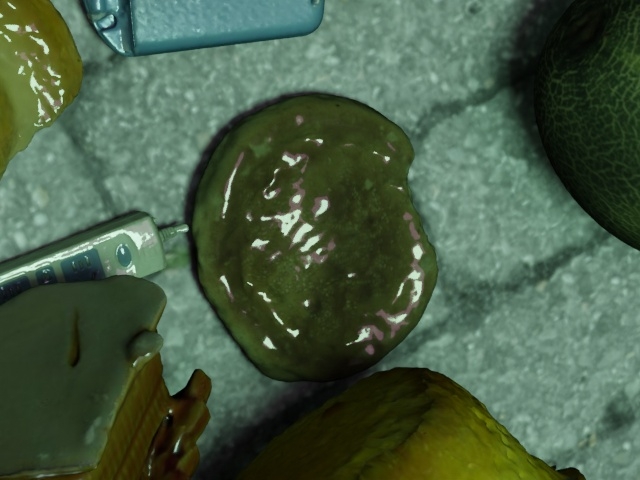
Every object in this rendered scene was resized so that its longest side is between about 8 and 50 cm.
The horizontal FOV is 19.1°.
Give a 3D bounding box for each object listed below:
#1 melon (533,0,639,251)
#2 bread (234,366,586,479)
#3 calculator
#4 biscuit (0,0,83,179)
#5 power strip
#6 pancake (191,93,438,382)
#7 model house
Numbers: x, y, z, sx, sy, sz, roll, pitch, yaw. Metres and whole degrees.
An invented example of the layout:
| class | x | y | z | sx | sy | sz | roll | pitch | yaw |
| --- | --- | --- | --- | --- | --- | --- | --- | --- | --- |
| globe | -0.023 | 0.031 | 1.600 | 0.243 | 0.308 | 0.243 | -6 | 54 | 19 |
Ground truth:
| class | x | y | z | sx | sy | sz | roll | pitch | yaw |
| --- | --- | --- | --- | --- | --- | --- | --- | --- | --- |
| melon | 0.316 | -0.094 | 1.547 | 0.302 | 0.237 | 0.237 | 32 | 85 | -28 |
| bread | 0.024 | 0.247 | 1.424 | 0.358 | 0.337 | 0.204 | -41 | 105 | -21 |
| calculator | -0.083 | -0.207 | 1.455 | 0.210 | 0.039 | 0.121 | -10 | 105 | -23 |
| biscuit | -0.312 | -0.099 | 1.343 | 0.213 | 0.091 | 0.274 | 42 | 83 | -26 |
| power strip | -0.188 | 0.022 | 1.453 | 0.191 | 0.030 | 0.047 | -22 | 108 | -19 |
| pancake | 0.001 | 0.001 | 1.528 | 0.222 | 0.042 | 0.236 | -2 | 101 | -28 |
| model house | -0.200 | 0.171 | 1.412 | 0.220 | 0.199 | 0.229 | 3 | 135 | 11 |
